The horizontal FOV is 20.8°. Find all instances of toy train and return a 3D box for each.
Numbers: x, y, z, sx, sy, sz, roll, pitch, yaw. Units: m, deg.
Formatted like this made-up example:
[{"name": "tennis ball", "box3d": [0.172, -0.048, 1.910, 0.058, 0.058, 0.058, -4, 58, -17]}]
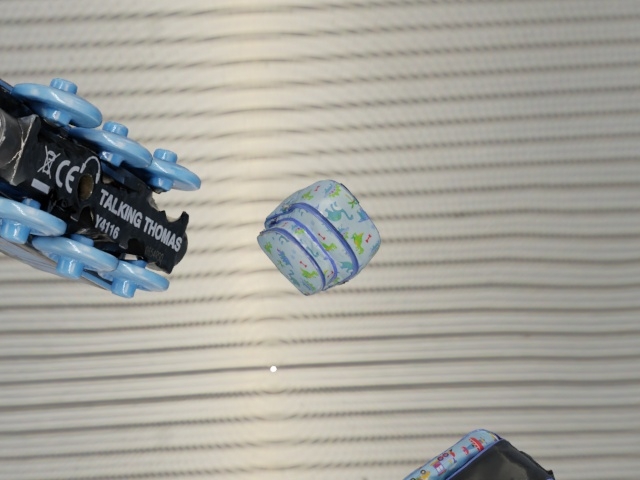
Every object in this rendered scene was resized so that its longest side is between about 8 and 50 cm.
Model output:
[{"name": "toy train", "box3d": [-0.134, -0.026, 0.835, 0.105, 0.184, 0.080, 12, 79, 27]}]

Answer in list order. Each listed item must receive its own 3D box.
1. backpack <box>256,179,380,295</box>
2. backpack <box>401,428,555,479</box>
[{"name": "backpack", "box3d": [0.000, 0.000, 1.738, 0.084, 0.114, 0.105, -43, 97, -28]}, {"name": "backpack", "box3d": [0.145, 0.285, 1.628, 0.158, 0.173, 0.117, -34, 51, -21]}]
